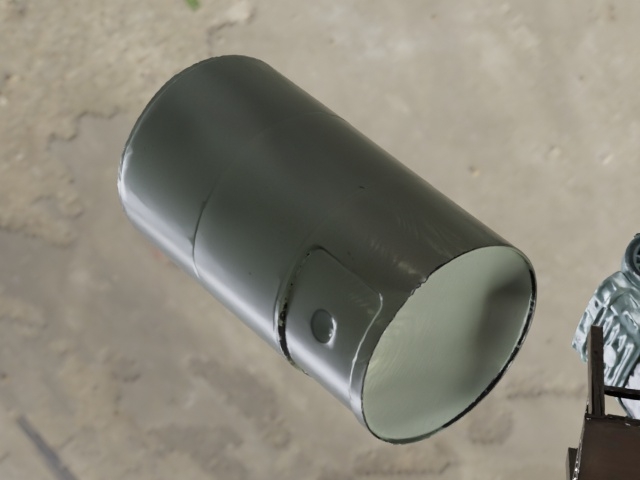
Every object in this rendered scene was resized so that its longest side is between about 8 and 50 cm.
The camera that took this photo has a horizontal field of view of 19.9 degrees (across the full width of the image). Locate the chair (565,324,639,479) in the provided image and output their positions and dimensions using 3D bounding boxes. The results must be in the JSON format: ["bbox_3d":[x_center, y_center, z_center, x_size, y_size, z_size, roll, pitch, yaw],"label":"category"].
[{"bbox_3d":[0.167,0.146,0.920,0.084,0.212,0.101,8,122,3],"label":"chair"}]

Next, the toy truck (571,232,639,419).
[{"bbox_3d":[0.366,0.060,1.448,0.136,0.305,0.162,101,146,-56],"label":"toy truck"}]

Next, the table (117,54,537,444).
[{"bbox_3d":[0.000,0.000,1.008,0.220,0.126,0.126,38,139,37],"label":"table"}]
